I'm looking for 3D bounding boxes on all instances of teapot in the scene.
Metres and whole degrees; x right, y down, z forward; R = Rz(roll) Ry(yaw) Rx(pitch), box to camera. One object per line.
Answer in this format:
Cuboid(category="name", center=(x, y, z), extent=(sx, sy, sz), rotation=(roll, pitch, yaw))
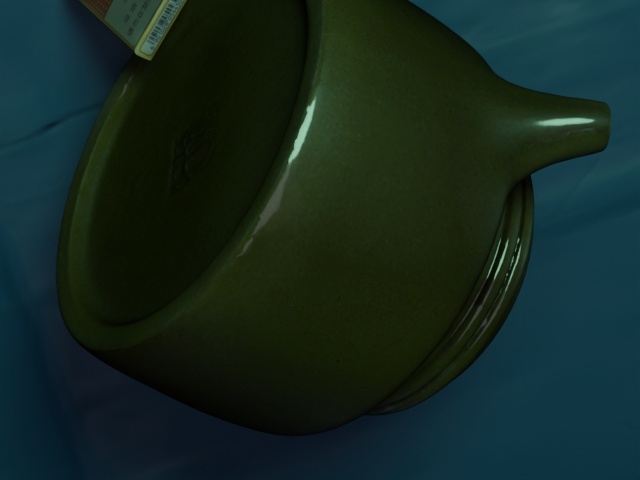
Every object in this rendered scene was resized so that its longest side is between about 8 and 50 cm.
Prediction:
Cuboid(category="teapot", center=(0.000, 0.000, 0.574), extent=(0.175, 0.186, 0.267), rotation=(29, 137, -30))

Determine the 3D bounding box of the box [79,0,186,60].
Cuboid(category="box", center=(-0.083, -0.114, 0.590), extent=(0.012, 0.083, 0.046), rotation=(22, 105, -43))
